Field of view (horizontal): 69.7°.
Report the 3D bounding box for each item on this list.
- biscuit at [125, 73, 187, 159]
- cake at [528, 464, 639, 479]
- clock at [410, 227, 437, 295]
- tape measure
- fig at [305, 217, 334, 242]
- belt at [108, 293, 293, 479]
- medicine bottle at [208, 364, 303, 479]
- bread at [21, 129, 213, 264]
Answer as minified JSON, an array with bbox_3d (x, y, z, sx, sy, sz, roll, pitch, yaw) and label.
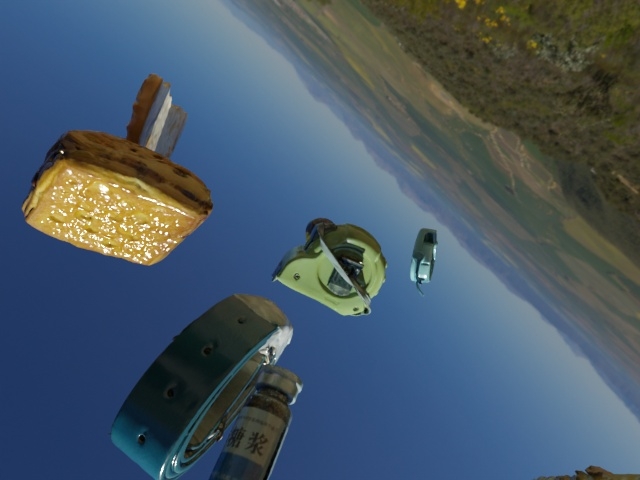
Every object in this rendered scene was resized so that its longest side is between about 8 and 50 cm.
[{"bbox_3d":[-0.328,-0.198,0.893,0.040,0.204,0.309,22,180,-8],"label":"biscuit"},{"bbox_3d":[0.393,0.445,0.563,0.227,0.286,0.222,44,-127,5],"label":"cake"},{"bbox_3d":[0.234,0.053,1.050,0.045,0.147,0.108,8,143,20],"label":"clock"},{"bbox_3d":[0.036,0.053,0.875,0.200,0.175,0.106,32,-168,-9],"label":"tape measure"},{"bbox_3d":[0.000,0.000,0.999,0.084,0.098,0.082,22,-174,20],"label":"fig"},{"bbox_3d":[-0.240,0.308,1.025,0.173,0.300,0.436,30,-128,13],"label":"belt"},{"bbox_3d":[-0.069,0.205,0.407,0.051,0.051,0.191,40,-132,-18],"label":"medicine bottle"},{"bbox_3d":[-0.308,-0.064,0.710,0.235,0.210,0.099,24,-134,-34],"label":"bread"}]
